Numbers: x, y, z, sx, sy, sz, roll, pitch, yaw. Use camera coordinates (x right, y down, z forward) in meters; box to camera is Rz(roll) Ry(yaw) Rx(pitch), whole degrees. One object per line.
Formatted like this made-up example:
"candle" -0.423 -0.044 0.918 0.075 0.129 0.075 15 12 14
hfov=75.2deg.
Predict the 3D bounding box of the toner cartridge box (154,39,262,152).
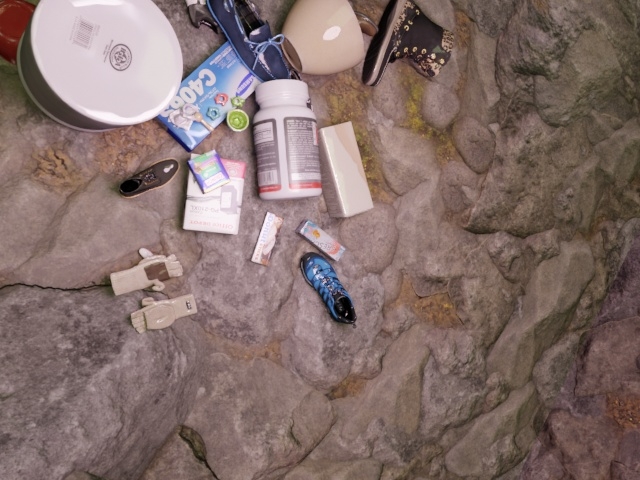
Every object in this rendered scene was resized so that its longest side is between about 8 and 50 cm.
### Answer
"toner cartridge box" -0.355 -0.462 1.332 0.165 0.075 0.348 45 77 -19

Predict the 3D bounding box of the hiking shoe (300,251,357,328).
"hiking shoe" 0.043 0.168 1.486 0.113 0.132 0.304 -37 105 -16

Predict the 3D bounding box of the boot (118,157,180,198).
"boot" -0.511 -0.188 1.252 0.198 0.137 0.076 -39 105 -16

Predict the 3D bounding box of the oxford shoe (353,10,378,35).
"oxford shoe" 0.096 -0.774 1.493 0.227 0.083 0.096 16 89 -9

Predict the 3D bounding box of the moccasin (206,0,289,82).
"moccasin" -0.208 -0.627 1.277 0.342 0.117 0.137 46 54 -27

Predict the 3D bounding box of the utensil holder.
"utensil holder" -0.557 -0.441 1.049 0.328 0.385 0.327 -11 108 -36

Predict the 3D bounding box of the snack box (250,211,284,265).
"snack box" -0.185 -0.005 1.449 0.064 0.022 0.178 19 86 -20

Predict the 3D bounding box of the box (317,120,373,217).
"box" 0.069 -0.243 1.471 0.121 0.148 0.311 -20 101 -20

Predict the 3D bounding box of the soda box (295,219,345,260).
"soda box" 0.000 0.000 1.498 0.183 0.063 0.058 37 79 -19

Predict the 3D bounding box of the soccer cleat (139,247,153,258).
"soccer cleat" -0.535 0.056 1.309 0.029 0.036 0.083 -44 107 -15

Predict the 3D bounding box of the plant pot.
"plant pot" -0.019 -0.655 1.355 0.191 0.284 0.284 -37 105 -7

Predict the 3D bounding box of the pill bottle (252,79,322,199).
"pill bottle" -0.111 -0.318 1.362 0.210 0.210 0.362 -6 95 -21

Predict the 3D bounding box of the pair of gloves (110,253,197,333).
"pair of gloves" -0.516 0.164 1.302 0.204 0.042 0.240 -24 116 -21

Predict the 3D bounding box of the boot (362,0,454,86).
"boot" 0.333 -0.703 1.560 0.284 0.138 0.377 23 79 -21

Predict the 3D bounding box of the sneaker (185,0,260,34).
"sneaker" -0.310 -0.718 1.341 0.234 0.078 0.106 -7 101 -20

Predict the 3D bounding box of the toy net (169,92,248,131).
"toy net" -0.341 -0.396 1.277 0.232 0.045 0.122 -5 96 -22

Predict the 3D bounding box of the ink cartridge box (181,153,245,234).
"ink cartridge box" -0.344 -0.142 1.338 0.172 0.100 0.237 6 90 -21

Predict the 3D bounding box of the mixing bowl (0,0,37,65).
"mixing bowl" -0.819 -0.580 1.136 0.182 0.098 0.181 -1 94 -22

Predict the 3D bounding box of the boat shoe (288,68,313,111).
"boat shoe" -0.071 -0.494 1.446 0.075 0.065 0.206 -27 102 -18

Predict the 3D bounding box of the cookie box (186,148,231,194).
"cookie box" -0.338 -0.208 1.263 0.092 0.040 0.107 -30 102 -19
